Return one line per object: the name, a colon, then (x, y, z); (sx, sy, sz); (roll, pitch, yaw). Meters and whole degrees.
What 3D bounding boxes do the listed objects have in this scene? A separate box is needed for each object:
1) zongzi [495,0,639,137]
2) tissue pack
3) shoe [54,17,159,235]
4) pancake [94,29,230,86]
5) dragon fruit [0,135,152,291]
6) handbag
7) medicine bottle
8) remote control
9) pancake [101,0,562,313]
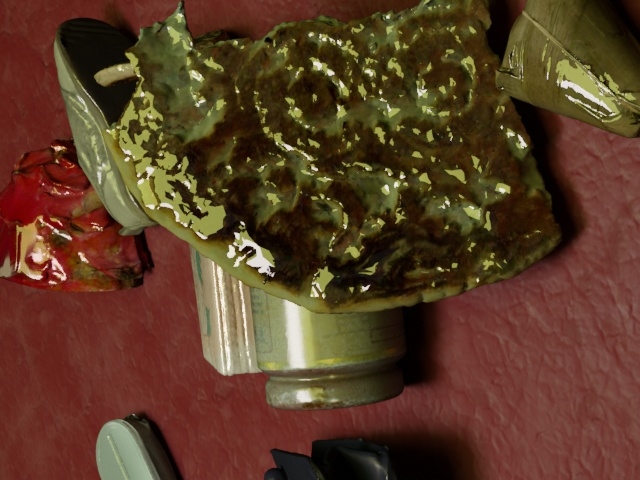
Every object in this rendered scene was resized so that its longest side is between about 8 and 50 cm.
zongzi: (0.252, -0.185, 1.391); (0.189, 0.081, 0.178); (25, 103, 37)
tissue pack: (-0.104, -0.026, 1.747); (0.170, 0.071, 0.325); (-167, 70, -80)
shoe: (-0.246, -0.133, 1.915); (0.098, 0.103, 0.275); (-36, 70, 48)
pancake: (-0.172, -0.198, 1.794); (0.158, 0.158, 0.028); (-9, 102, 48)
dragon fruit: (-0.326, -0.020, 2.001); (0.262, 0.189, 0.163); (23, 143, 40)
handbag: (0.019, 0.366, 1.643); (0.269, 0.118, 0.325); (157, 104, -73)
medicine bottle: (0.000, 0.000, 1.627); (0.151, 0.151, 0.322); (-4, 93, 48)
remote control: (-0.200, 0.326, 1.966); (0.104, 0.052, 0.247); (-45, 63, 42)
pancake: (0.006, -0.083, 1.524); (0.427, 0.067, 0.305); (-3, 85, 10)
